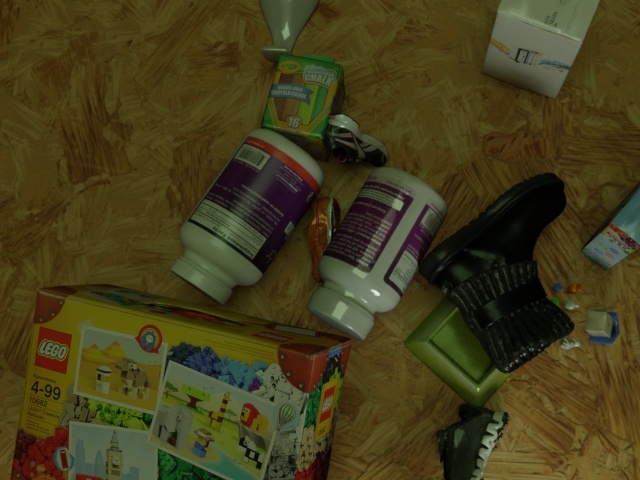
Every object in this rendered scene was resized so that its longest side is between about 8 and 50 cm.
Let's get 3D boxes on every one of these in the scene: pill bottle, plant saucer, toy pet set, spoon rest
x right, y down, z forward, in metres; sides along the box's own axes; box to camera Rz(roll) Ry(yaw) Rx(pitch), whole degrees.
[{"bbox_3d":[-0.145,-0.042,1.446,0.182,0.181,0.323,32,80,12],"label":"pill bottle"},{"bbox_3d":[0.287,0.186,1.418,0.188,0.045,0.188,42,81,14],"label":"plant saucer"},{"bbox_3d":[0.495,0.150,1.417,0.114,0.065,0.122,1,67,41],"label":"toy pet set"},{"bbox_3d":[0.100,0.027,1.414,0.169,0.169,0.301,29,78,12],"label":"pill bottle"},{"bbox_3d":[-0.077,-0.488,1.630,0.137,0.084,0.276,6,62,5],"label":"spoon rest"}]

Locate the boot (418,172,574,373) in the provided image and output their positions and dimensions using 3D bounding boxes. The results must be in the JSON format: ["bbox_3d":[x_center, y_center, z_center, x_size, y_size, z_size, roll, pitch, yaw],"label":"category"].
[{"bbox_3d":[0.381,0.057,1.375,0.348,0.131,0.260,-36,66,-12],"label":"boot"}]

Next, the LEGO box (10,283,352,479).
[{"bbox_3d":[-0.233,0.300,1.253,0.500,0.193,0.372,10,93,20],"label":"LEGO box"}]

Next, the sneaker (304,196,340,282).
[{"bbox_3d":[0.000,0.000,1.494,0.068,0.064,0.175,-4,68,25],"label":"sneaker"}]

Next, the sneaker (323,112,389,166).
[{"bbox_3d":[0.061,-0.180,1.485,0.072,0.178,0.077,19,82,46],"label":"sneaker"}]

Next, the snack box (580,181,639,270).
[{"bbox_3d":[0.576,-0.048,1.375,0.070,0.207,0.174,41,83,12],"label":"snack box"}]

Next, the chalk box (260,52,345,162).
[{"bbox_3d":[-0.026,-0.288,1.531,0.133,0.132,0.213,11,76,8],"label":"chalk box"}]

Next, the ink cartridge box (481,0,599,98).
[{"bbox_3d":[0.435,-0.426,1.480,0.168,0.232,0.171,22,77,10],"label":"ink cartridge box"}]

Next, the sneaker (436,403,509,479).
[{"bbox_3d":[0.245,0.388,1.337,0.106,0.078,0.234,21,58,20],"label":"sneaker"}]
